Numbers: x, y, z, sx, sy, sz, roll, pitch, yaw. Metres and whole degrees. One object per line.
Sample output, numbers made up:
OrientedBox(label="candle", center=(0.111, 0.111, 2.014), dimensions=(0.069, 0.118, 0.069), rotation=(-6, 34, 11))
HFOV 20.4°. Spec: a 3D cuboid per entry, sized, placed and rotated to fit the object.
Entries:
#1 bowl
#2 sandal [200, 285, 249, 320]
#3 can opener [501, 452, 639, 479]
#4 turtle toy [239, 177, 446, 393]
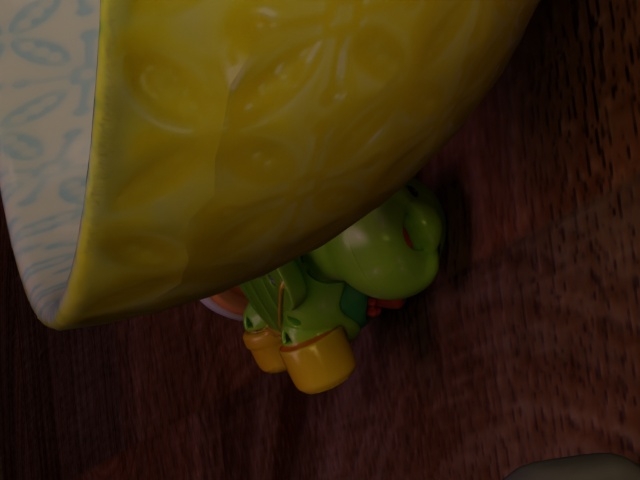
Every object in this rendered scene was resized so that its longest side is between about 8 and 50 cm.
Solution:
OrientedBox(label="bowl", center=(-0.002, -0.125, 0.447), dimensions=(0.289, 0.156, 0.289), rotation=(177, 90, -75))
OrientedBox(label="sandal", center=(-0.031, -0.095, 0.682), dimensions=(0.076, 0.102, 0.265), rotation=(9, 116, 60))
OrientedBox(label="can opener", center=(0.017, 0.141, 0.550), dimensions=(0.283, 0.095, 0.076), rotation=(118, 144, -62))
OrientedBox(label="turtle toy", center=(0.000, 0.000, 0.631), dimensions=(0.095, 0.066, 0.130), rotation=(65, 165, -12))
